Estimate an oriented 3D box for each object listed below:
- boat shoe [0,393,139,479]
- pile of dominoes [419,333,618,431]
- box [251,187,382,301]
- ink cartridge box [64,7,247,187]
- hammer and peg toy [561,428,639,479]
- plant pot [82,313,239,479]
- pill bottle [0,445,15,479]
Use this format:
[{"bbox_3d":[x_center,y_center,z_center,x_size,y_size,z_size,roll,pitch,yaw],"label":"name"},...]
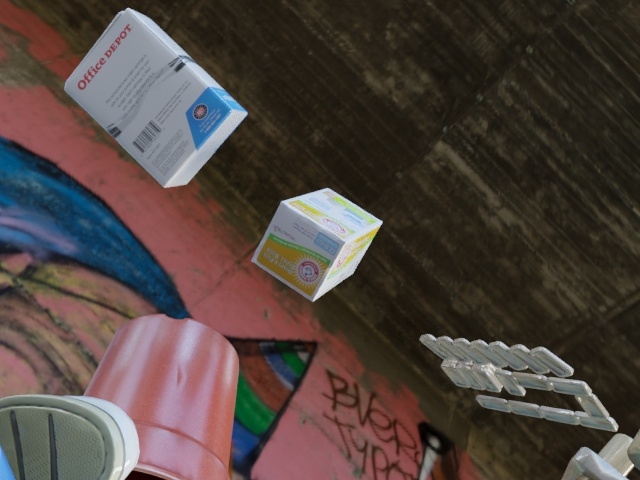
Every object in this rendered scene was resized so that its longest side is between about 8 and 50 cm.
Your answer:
[{"bbox_3d":[-0.269,0.207,0.632,0.302,0.103,0.113,-21,-109,23],"label":"boat shoe"},{"bbox_3d":[0.290,0.195,1.056,0.251,0.040,0.196,-2,-43,49],"label":"pile of dominoes"},{"bbox_3d":[0.000,0.000,1.075,0.114,0.203,0.103,33,-72,12],"label":"box"},{"bbox_3d":[-0.229,-0.197,0.998,0.203,0.086,0.148,45,-77,3],"label":"ink cartridge box"},{"bbox_3d":[0.381,0.346,0.778,0.266,0.127,0.361,39,-22,29],"label":"hammer and peg toy"},{"bbox_3d":[-0.237,0.268,1.017,0.272,0.265,0.273,4,-47,4],"label":"plant pot"},{"bbox_3d":[-0.248,0.176,0.434,0.124,0.124,0.222,-1,-63,18],"label":"pill bottle"}]
